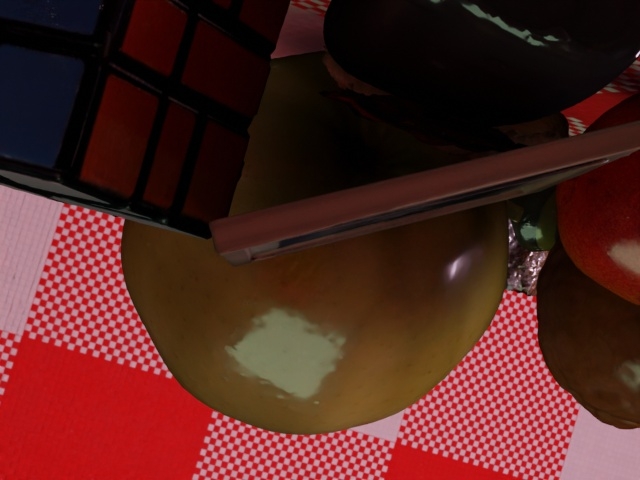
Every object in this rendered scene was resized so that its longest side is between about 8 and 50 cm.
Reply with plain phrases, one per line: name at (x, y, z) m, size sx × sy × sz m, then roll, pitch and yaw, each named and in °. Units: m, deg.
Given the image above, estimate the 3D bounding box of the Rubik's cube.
Rubik's cube at (-0.216, -0.178, 1.281) m, size 0.288 × 0.283 × 0.293 m, roll 14°, pitch 174°, yaw 25°

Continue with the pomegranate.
pomegranate at (0.328, -0.036, 1.468) m, size 0.210 × 0.210 × 0.235 m, roll 17°, pitch 173°, yaw 5°

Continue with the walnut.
walnut at (0.454, 0.081, 1.866) m, size 0.354 × 0.308 × 0.398 m, roll -14°, pitch -174°, yaw -30°

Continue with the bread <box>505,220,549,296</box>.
bread at (0.163, -0.042, 2.383) m, size 0.416 × 0.165 × 0.113 m, roll 16°, pitch 177°, yaw 5°

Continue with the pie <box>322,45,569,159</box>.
pie at (0.127, -0.137, 1.509) m, size 0.274 × 0.055 × 0.274 m, roll 18°, pitch -163°, yaw -6°

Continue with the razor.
razor at (0.119, -0.167, 1.214) m, size 0.204 × 0.113 × 0.349 m, roll 20°, pitch 176°, yaw -10°

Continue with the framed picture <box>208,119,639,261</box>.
framed picture at (0.073, -0.031, 1.302) m, size 0.326 × 0.028 × 0.446 m, roll -14°, pitch 179°, yaw -2°

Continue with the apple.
apple at (0.000, 0.000, 1.763) m, size 0.473 × 0.474 × 0.473 m, roll 17°, pitch 176°, yaw 1°

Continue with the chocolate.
chocolate at (0.091, -0.097, 1.280) m, size 0.182 × 0.028 × 0.086 m, roll 19°, pitch 178°, yaw -17°

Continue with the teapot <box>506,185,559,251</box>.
teapot at (0.277, -0.052, 2.005) m, size 0.119 × 0.130 × 0.165 m, roll 31°, pitch -157°, yaw 32°
